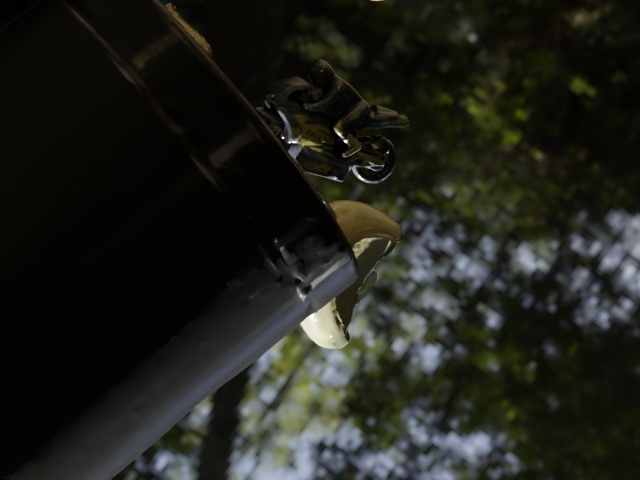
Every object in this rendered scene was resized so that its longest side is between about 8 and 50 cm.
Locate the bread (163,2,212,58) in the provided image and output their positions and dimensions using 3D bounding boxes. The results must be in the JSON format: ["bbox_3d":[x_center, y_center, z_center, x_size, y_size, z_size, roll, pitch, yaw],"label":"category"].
[{"bbox_3d":[-0.165,-0.152,1.783,0.086,0.156,0.125,41,-150,7],"label":"bread"}]

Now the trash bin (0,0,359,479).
[{"bbox_3d":[-0.161,0.033,0.843,0.252,0.301,0.203,52,173,-25],"label":"trash bin"}]

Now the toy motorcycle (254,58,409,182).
[{"bbox_3d":[0.004,-0.130,2.017,0.193,0.124,0.061,9,-167,-22],"label":"toy motorcycle"}]

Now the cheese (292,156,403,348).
[{"bbox_3d":[0.001,0.001,1.596,0.050,0.127,0.235,35,172,33],"label":"cheese"}]
